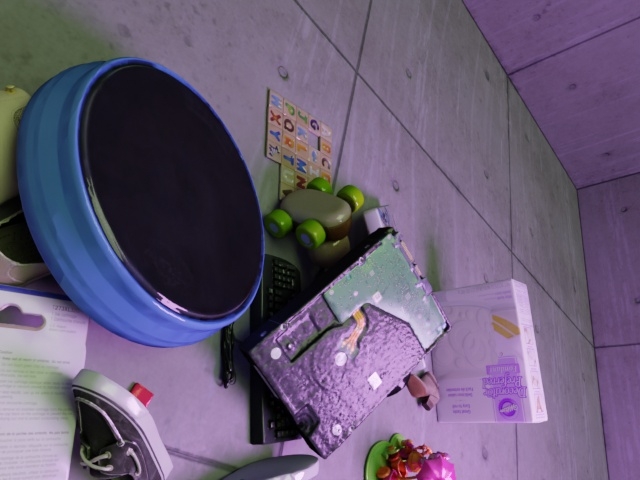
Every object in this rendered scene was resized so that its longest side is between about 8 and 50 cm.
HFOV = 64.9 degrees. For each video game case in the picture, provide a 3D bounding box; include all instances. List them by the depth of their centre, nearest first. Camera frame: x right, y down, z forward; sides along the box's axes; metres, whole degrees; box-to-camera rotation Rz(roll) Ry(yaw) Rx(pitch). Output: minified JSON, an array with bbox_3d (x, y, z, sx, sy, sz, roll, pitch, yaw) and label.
[{"bbox_3d":[0.173,0.083,1.118,0.300,0.036,0.329,-22,95,-77],"label":"video game case"}]

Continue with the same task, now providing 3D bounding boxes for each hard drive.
[{"bbox_3d":[0.057,0.164,0.867,0.339,0.064,0.237,-39,108,-22],"label":"hard drive"}]

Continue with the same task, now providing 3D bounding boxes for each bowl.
[{"bbox_3d":[-0.202,-0.057,0.680,0.391,0.077,0.391,49,32,-45],"label":"bowl"}]

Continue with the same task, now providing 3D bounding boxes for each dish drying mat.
[{"bbox_3d":[-0.254,0.231,0.663,0.032,0.008,0.083,50,45,-26],"label":"dish drying mat"}]

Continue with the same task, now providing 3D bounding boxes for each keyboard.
[{"bbox_3d":[-0.095,0.177,0.858,0.201,0.033,0.318,16,64,-47],"label":"keyboard"}]

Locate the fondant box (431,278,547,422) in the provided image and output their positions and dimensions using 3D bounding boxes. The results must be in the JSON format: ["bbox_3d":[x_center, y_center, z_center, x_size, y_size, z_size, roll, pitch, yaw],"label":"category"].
[{"bbox_3d":[0.404,0.279,1.255,0.096,0.238,0.331,17,64,-47],"label":"fondant box"}]

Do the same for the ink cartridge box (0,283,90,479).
[{"bbox_3d":[-0.349,0.230,0.504,0.175,0.069,0.371,20,65,-45],"label":"ink cartridge box"}]

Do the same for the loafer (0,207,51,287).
[{"bbox_3d":[-0.302,-0.016,0.626,0.268,0.092,0.102,-44,111,-48],"label":"loafer"}]

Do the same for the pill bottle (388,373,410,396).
[{"bbox_3d":[0.088,0.201,0.996,0.219,0.122,0.123,58,41,-19],"label":"pill bottle"}]

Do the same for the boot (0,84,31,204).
[{"bbox_3d":[-0.421,-0.134,0.525,0.262,0.095,0.203,54,39,-15],"label":"boot"}]

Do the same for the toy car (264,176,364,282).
[{"bbox_3d":[0.000,0.000,0.987,0.155,0.148,0.189,-42,136,-36],"label":"toy car"}]

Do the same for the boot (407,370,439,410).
[{"bbox_3d":[0.250,0.345,1.210,0.119,0.042,0.087,63,33,-15],"label":"boot"}]

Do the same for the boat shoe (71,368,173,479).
[{"bbox_3d":[-0.233,0.238,0.580,0.070,0.077,0.220,-58,146,-45],"label":"boat shoe"}]

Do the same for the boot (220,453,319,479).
[{"bbox_3d":[-0.101,0.408,0.733,0.258,0.095,0.124,-3,85,-42],"label":"boot"}]

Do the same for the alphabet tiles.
[{"bbox_3d":[-0.041,-0.175,1.066,0.198,0.009,0.238,22,61,-45],"label":"alphabet tiles"}]

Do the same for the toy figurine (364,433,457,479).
[{"bbox_3d":[0.200,0.458,1.009,0.173,0.159,0.130,-31,101,-51],"label":"toy figurine"}]
